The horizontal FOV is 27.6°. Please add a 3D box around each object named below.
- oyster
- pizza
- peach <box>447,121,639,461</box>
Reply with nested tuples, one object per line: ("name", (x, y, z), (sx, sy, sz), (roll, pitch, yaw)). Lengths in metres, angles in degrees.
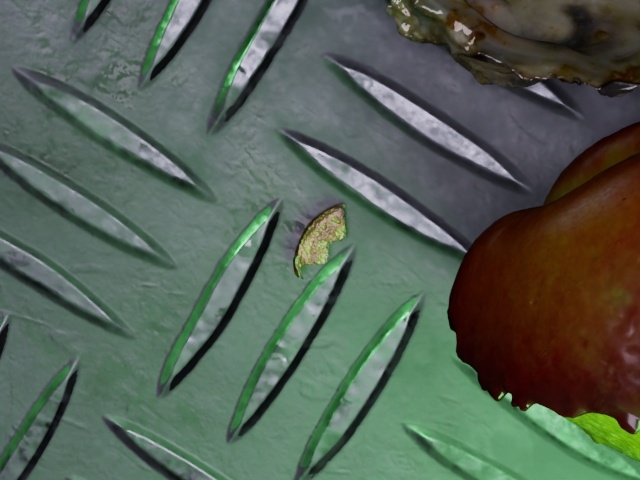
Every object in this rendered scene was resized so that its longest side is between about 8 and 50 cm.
("oyster", (0.197, -0.197, 1.110), (0.361, 0.096, 0.221), (-5, 64, 7))
("pizza", (0.000, 0.000, 1.234), (0.037, 0.016, 0.083), (35, 100, 4))
("peach", (0.319, 0.062, 1.024), (0.406, 0.335, 0.310), (30, 91, 4))
